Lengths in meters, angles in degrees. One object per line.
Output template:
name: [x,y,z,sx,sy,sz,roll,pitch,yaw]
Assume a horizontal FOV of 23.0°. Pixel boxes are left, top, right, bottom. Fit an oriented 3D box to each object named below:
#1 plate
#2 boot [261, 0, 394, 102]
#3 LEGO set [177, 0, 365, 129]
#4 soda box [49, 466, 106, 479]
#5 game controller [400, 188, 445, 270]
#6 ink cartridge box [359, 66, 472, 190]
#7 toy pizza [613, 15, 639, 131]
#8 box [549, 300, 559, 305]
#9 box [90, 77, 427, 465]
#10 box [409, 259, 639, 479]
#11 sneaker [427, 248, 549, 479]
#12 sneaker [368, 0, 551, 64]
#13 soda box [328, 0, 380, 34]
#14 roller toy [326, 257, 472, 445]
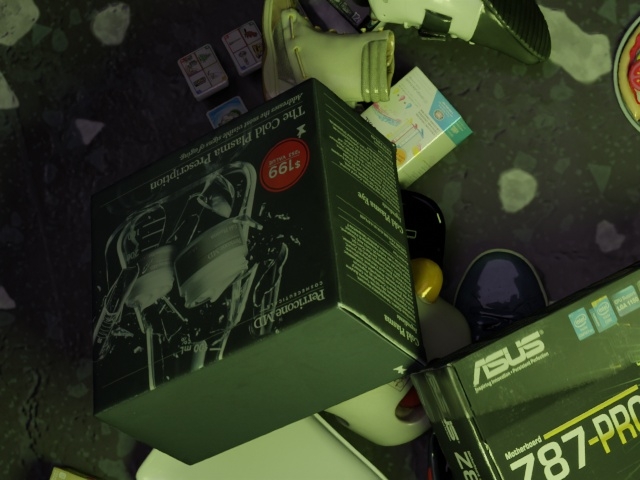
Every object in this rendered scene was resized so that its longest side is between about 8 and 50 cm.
plate: [-0.068,0.296,1.952,0.277,0.045,0.278,44,120,15]
boot: [0.011,-0.249,1.976,0.165,0.077,0.213,-7,55,9]
LEGO set: [-0.059,-0.186,2.031,0.182,0.060,0.244,-29,53,0]
soda box: [-0.338,0.388,2.040,0.061,0.058,0.181,18,87,15]
game controller: [0.000,0.000,1.988,0.319,0.067,0.166,8,118,14]
ink cartridge box: [0.103,-0.132,1.987,0.143,0.090,0.092,-41,75,5]
toy pizza: [0.463,-0.209,1.941,0.201,0.032,0.201,-2,82,13]
box: [0.329,0.115,1.895,0.101,0.102,0.087,-4,84,12]
box: [-0.080,0.040,1.807,0.343,0.179,0.312,-26,52,25]
box: [0.331,0.211,1.751,0.395,0.097,0.318,-23,89,-27]
sneaker: [0.202,0.179,1.892,0.131,0.148,0.350,4,83,14]
sneaker: [0.139,-0.310,1.958,0.330,0.122,0.146,35,131,-20]
soda box: [0.014,-0.343,2.051,0.053,0.060,0.169,-44,76,6]
roller toy: [0.071,0.133,1.870,0.209,0.146,0.191,-31,36,42]
